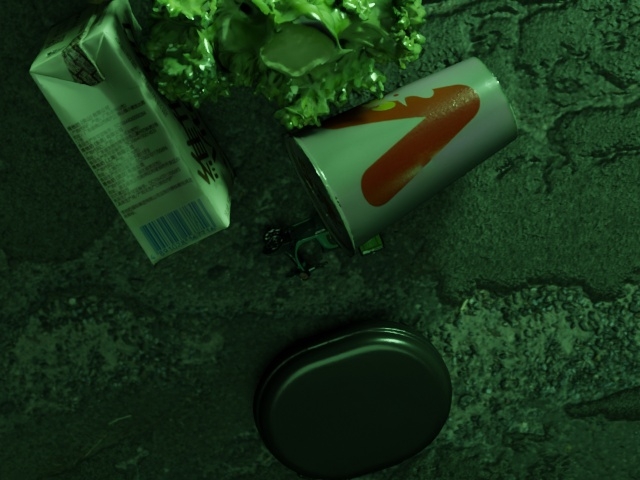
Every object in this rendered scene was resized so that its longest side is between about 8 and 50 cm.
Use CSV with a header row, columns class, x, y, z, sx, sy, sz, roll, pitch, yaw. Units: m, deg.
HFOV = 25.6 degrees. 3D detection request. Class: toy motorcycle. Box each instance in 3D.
class,x,y,z,sx,sy,sz,roll,pitch,yaw
toy motorcycle,0.000,0.000,2.081,0.173,0.058,0.100,-21,119,2

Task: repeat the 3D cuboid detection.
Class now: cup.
class,x,y,z,sx,sy,sz,roll,pitch,yaw
cup,0.117,-0.132,1.961,0.288,0.203,0.203,-28,113,-7

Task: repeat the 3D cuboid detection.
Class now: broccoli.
class,x,y,z,sx,sy,sz,roll,pitch,yaw
broccoli,-0.057,-0.292,1.841,0.338,0.317,0.277,34,113,9

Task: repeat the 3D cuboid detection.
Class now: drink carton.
class,x,y,z,sx,sy,sz,roll,pitch,yaw
drink carton,-0.243,-0.152,1.912,0.132,0.194,0.324,-26,114,11

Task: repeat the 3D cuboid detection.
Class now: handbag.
class,x,y,z,sx,sy,sz,roll,pitch,yaw
handbag,0.051,0.249,2.174,0.308,0.093,0.254,-18,115,2

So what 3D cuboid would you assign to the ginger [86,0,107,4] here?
class,x,y,z,sx,sy,sz,roll,pitch,yaw
ginger,-0.298,-0.446,1.823,0.221,0.130,0.276,39,102,-17
